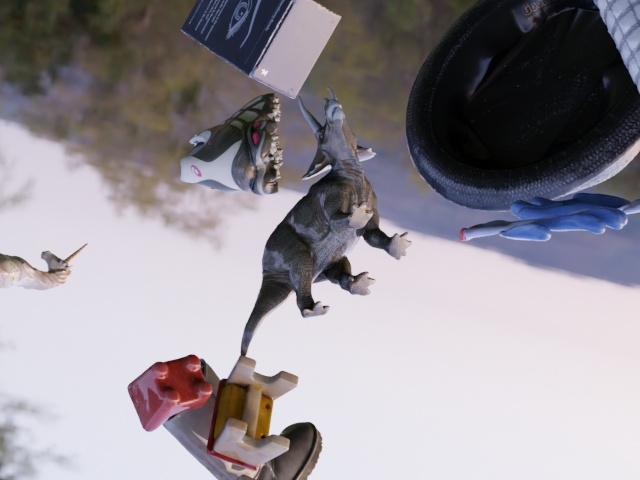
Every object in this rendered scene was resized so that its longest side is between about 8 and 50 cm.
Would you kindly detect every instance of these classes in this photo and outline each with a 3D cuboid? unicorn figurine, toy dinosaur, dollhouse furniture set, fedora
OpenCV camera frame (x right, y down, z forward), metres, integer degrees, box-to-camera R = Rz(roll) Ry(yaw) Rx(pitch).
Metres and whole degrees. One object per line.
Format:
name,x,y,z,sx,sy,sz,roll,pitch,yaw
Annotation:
unicorn figurine,-0.347,0.029,1.709,0.111,0.060,0.162,20,-164,9
toy dinosaur,0.000,0.000,1.746,0.121,0.313,0.160,17,-164,-35
dollhouse furniture set,-0.168,0.296,1.646,0.201,0.374,0.152,24,140,-18
fedora,0.265,-0.147,1.683,0.334,0.334,0.152,18,162,39

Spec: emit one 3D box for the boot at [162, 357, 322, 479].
boot,-0.095,0.223,1.833,0.208,0.076,0.190,51,-145,-18

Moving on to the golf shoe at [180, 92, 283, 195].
golf shoe,-0.107,-0.126,1.941,0.120,0.105,0.273,-3,-167,3

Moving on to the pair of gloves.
pair of gloves,0.221,-0.025,1.372,0.159,0.023,0.198,-4,-173,38

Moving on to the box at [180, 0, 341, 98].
box,-0.094,-0.336,2.372,0.108,0.153,0.207,23,-168,-47

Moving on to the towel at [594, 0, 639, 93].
towel,0.359,-0.181,1.108,0.121,0.283,0.235,31,-147,-45
